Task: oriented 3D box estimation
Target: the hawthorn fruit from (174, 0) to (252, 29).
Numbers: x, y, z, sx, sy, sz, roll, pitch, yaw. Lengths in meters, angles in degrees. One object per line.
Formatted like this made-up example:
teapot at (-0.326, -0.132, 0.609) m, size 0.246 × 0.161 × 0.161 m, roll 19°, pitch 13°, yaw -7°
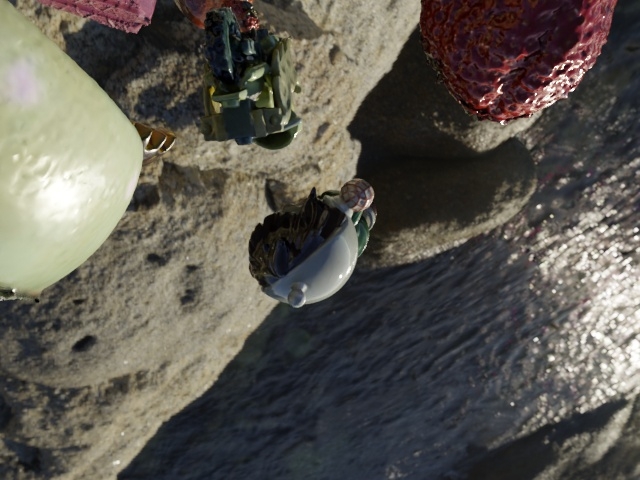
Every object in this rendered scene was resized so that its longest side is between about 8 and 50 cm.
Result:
hawthorn fruit at (-0.341, -0.820, 1.834) m, size 0.315 × 0.316 × 0.316 m, roll -13°, pitch 137°, yaw -13°

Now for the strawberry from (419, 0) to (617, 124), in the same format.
strawberry at (0.253, -0.298, 0.728) m, size 0.250 × 0.239 × 0.288 m, roll 14°, pitch 160°, yaw -13°

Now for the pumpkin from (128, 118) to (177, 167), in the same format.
pumpkin at (-0.405, -0.184, 1.196) m, size 0.254 × 0.130 × 0.149 m, roll 13°, pitch 112°, yaw -56°

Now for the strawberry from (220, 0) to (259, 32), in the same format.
strawberry at (-0.208, -0.553, 1.444) m, size 0.048 × 0.152 × 0.104 m, roll -51°, pitch 129°, yaw -20°

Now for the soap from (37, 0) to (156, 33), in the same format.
soap at (-0.526, -0.578, 1.275) m, size 0.324 × 0.220 × 0.127 m, roll 10°, pitch 85°, yaw -30°

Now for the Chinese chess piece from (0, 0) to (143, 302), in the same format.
Chinese chess piece at (-0.293, -0.101, 0.382) m, size 0.146 × 0.349 × 0.349 m, roll -58°, pitch 138°, yaw -12°

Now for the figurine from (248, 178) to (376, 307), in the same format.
figurine at (0.000, 0.000, 1.014) m, size 0.281 × 0.167 × 0.370 m, roll -37°, pitch 179°, yaw 27°

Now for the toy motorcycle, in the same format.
toy motorcycle at (-0.126, -0.289, 1.101) m, size 0.168 × 0.410 × 0.237 m, roll -6°, pitch 98°, yaw 11°
